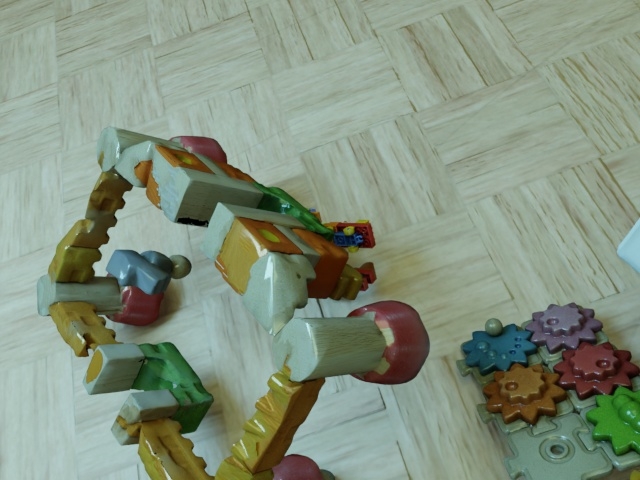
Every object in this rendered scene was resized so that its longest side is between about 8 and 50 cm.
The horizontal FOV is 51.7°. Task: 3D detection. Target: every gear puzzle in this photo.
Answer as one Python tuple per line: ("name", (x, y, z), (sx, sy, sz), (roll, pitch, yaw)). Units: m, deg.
("gear puzzle", (0.256, 0.169, 0.666), (0.175, 0.044, 0.339), (-19, 28, 2))

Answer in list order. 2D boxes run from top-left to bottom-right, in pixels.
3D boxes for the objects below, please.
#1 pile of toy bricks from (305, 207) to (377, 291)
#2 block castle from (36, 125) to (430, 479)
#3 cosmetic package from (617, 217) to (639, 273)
("pile of toy bricks", (0.000, 0.000, 0.910), (0.212, 0.118, 0.105), (2, 28, 35))
("block castle", (-0.115, 0.084, 0.767), (0.453, 0.212, 0.303), (41, 111, 35))
("cosmetic package", (0.537, 0.029, 0.483), (0.327, 0.329, 0.394), (-60, 36, 24))
